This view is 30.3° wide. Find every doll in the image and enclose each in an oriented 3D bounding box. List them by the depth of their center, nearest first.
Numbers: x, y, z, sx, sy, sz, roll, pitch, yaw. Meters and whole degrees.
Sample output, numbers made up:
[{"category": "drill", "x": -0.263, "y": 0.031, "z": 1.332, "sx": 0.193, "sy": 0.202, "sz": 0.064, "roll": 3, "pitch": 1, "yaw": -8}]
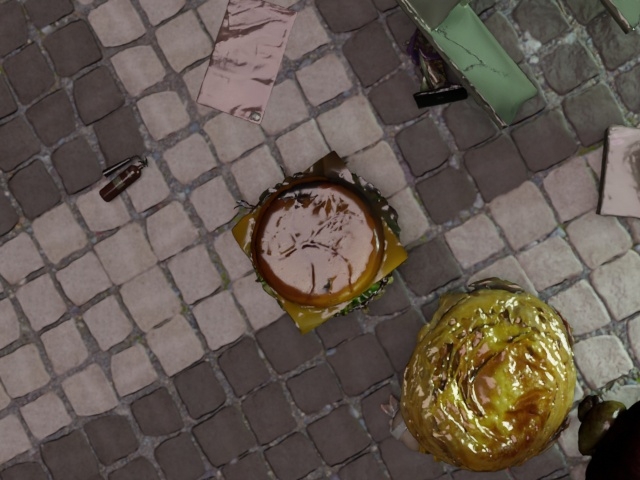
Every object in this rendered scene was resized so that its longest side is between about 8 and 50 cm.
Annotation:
[{"category": "doll", "x": 0.148, "y": 0.289, "z": 1.813, "sx": 0.073, "sy": 0.084, "sz": 0.127, "roll": -43, "pitch": 57, "yaw": -15}]

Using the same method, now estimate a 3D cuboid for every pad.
[{"category": "pad", "x": -0.118, "y": -0.289, "z": 1.861, "sx": 0.113, "sy": 0.006, "sz": 0.187, "roll": 20, "pitch": 95, "yaw": 8}]

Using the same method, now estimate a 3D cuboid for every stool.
[{"category": "stool", "x": 0.283, "y": -0.348, "z": 1.656, "sx": 0.243, "sy": 0.170, "sz": 0.269, "roll": -37, "pitch": 93, "yaw": 37}]

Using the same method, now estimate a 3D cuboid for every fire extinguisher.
[{"category": "fire extinguisher", "x": -0.316, "y": -0.108, "z": 1.892, "sx": 0.100, "sy": 0.032, "sz": 0.046, "roll": -39, "pitch": 52, "yaw": 8}]

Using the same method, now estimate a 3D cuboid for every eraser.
[{"category": "eraser", "x": 0.585, "y": -0.087, "z": 1.723, "sx": 0.343, "sy": 0.078, "sz": 0.144, "roll": 5, "pitch": 92, "yaw": 9}]

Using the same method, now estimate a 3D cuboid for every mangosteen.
[{"category": "mangosteen", "x": 0.491, "y": 0.343, "z": 1.653, "sx": 0.293, "sy": 0.297, "sz": 0.297, "roll": 35, "pitch": 97, "yaw": 4}]

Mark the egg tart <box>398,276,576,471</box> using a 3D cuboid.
[{"category": "egg tart", "x": 0.245, "y": 0.201, "z": 1.764, "sx": 0.297, "sy": 0.132, "sz": 0.297, "roll": 1, "pitch": 86, "yaw": -14}]

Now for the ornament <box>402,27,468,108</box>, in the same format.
[{"category": "ornament", "x": 0.166, "y": -0.307, "z": 1.778, "sx": 0.088, "sy": 0.081, "sz": 0.203, "roll": -8, "pitch": 90, "yaw": 7}]

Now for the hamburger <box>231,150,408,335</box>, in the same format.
[{"category": "hamburger", "x": 0.000, "y": 0.000, "z": 1.786, "sx": 0.243, "sy": 0.139, "sz": 0.261, "roll": -33, "pitch": 87, "yaw": 7}]
